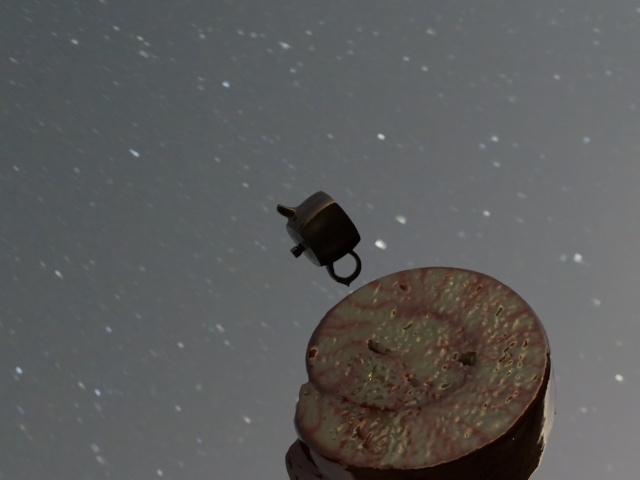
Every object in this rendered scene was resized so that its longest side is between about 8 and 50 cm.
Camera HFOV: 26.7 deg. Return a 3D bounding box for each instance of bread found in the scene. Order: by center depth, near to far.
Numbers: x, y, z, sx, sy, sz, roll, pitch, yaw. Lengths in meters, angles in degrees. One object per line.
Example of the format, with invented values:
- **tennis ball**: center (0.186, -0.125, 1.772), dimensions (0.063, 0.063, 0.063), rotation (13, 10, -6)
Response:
- **bread**: center (0.124, 0.174, 1.559), dimensions (0.328, 0.295, 0.114), rotation (-70, -26, -44)

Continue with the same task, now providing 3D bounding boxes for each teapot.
- **teapot**: center (0.000, 0.000, 1.477), dimensions (0.068, 0.076, 0.121), rotation (-39, -77, -10)
